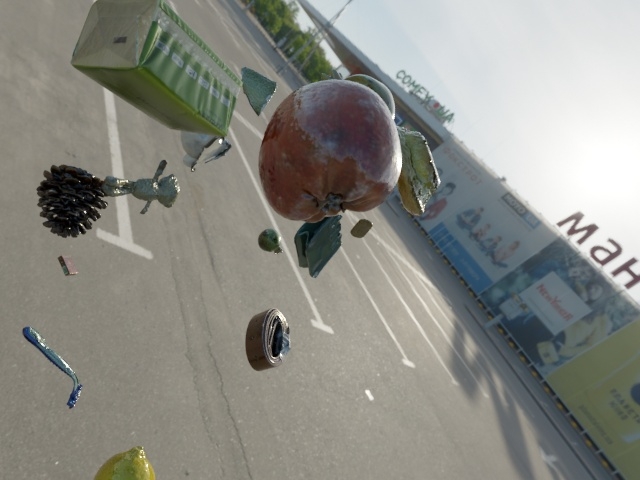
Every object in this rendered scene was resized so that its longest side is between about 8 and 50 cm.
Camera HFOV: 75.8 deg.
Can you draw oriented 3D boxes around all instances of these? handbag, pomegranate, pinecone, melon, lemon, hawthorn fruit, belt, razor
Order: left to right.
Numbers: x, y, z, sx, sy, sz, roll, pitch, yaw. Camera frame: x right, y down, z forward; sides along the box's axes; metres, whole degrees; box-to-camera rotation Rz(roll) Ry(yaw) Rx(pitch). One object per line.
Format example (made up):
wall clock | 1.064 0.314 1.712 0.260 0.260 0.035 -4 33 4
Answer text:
razor | -0.852 0.398 1.331 0.093 0.056 0.325 -111 -173 -60
pinecone | -0.942 -0.138 1.559 0.246 0.246 0.293 37 42 -47
lemon | -0.597 0.749 1.243 0.186 0.245 0.187 19 -3 1
melon | -0.241 -0.611 1.660 0.093 0.139 0.203 -106 177 -82
belt | -0.214 0.406 1.690 0.184 0.105 0.262 54 24 -28
pomegranate | -0.231 0.011 1.943 0.142 0.114 0.115 53 9 -40
handbag | -0.001 0.000 1.742 0.089 0.238 0.327 35 -21 21
hawthorn fruit | 0.018 -0.164 0.797 0.284 0.284 0.284 48 13 -15
pomegranate | 0.134 -0.496 1.576 0.215 0.309 0.359 -2 59 -45

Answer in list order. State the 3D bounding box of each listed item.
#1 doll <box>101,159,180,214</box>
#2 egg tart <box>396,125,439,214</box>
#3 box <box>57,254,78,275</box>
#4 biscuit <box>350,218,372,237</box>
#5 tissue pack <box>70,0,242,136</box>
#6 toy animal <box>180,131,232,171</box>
doll | -0.619 -0.173 1.448 0.091 0.203 0.286 18 36 24
egg tart | 0.402 -0.327 1.785 0.443 0.177 0.444 -18 90 -74
box | -1.010 0.100 1.644 0.082 0.023 0.051 64 4 3
biscuit | 0.189 -0.054 1.904 0.071 0.147 0.019 25 54 -9
tissue pack | -0.337 -0.361 0.892 0.200 0.168 0.274 13 -6 26
toy animal | -0.544 -0.503 1.729 0.358 0.257 0.194 53 -10 4
